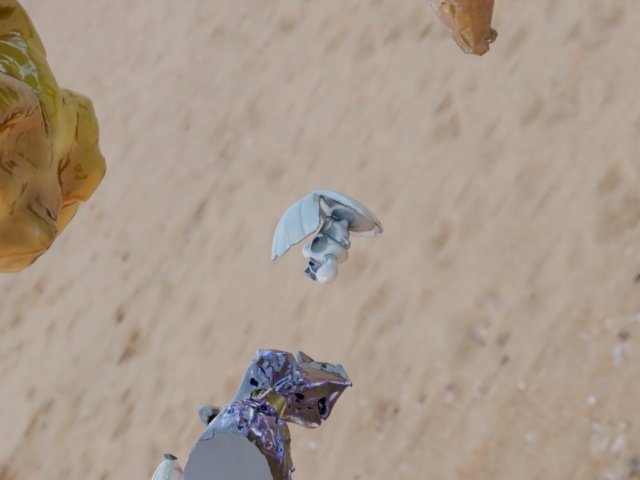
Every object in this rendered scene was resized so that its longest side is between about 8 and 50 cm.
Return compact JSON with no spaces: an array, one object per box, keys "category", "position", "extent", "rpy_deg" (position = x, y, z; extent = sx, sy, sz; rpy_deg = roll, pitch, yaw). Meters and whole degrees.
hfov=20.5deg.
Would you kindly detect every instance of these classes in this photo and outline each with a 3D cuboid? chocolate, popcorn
[{"category":"chocolate","position":[-0.060,0.189,1.972],"extent":[0.343,0.148,0.126],"rpy_deg":[-59,-31,-64]},{"category":"popcorn","position":[-0.293,-0.085,1.264],"extent":[0.316,0.297,0.280],"rpy_deg":[30,105,63]}]

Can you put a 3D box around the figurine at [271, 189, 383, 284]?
[{"category":"figurine","position":[0.000,0.000,1.596],"extent":[0.086,0.082,0.094],"rpy_deg":[-56,10,-23]}]

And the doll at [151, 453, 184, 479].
[{"category":"doll","position":[-0.145,0.262,1.317],"extent":[0.180,0.110,0.107],"rpy_deg":[-50,-7,28]}]

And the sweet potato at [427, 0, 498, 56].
[{"category":"sweet potato","position":[0.071,-0.299,1.313],"extent":[0.131,0.131,0.336],"rpy_deg":[-90,-10,-72]}]
